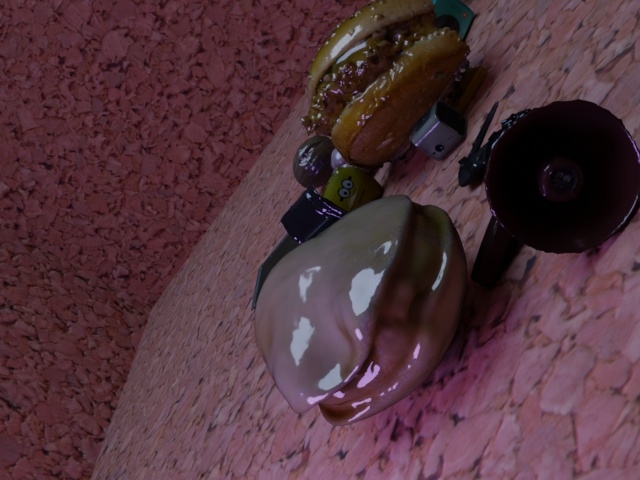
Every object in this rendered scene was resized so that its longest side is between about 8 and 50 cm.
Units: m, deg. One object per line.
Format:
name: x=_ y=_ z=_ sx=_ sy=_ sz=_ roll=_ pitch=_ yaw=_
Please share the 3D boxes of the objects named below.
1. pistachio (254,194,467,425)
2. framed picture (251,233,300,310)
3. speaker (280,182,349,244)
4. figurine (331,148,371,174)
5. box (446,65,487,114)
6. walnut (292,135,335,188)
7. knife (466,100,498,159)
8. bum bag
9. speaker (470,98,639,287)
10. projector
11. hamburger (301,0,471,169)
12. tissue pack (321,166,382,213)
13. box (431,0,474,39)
pistachio: x=0.060 y=0.108 z=1.309 sx=0.445 sy=0.281 sz=0.365 roll=-41 pitch=27 yaw=60
framed picture: x=-0.108 y=0.051 z=2.475 sx=0.296 sy=0.019 sz=0.232 roll=-50 pitch=18 yaw=27
speaker: x=-0.006 y=0.079 z=1.770 sx=0.180 sy=0.184 sz=0.388 roll=-47 pitch=20 yaw=36
figurine: x=0.075 y=-0.173 z=2.165 sx=0.137 sy=0.112 sz=0.229 roll=134 pitch=149 yaw=-64
box: x=0.305 y=-0.309 z=1.844 sx=0.155 sy=0.023 sz=0.087 roll=-60 pitch=12 yaw=-3
walnut: x=-0.012 y=-0.235 z=2.506 sx=0.162 sy=0.140 sz=0.140 roll=-43 pitch=15 yaw=0
knife: x=0.314 y=-0.206 z=1.638 sx=0.023 sy=0.010 sz=0.170 roll=-11 pitch=48 yaw=63
bum bag: x=0.305 y=-0.166 z=1.512 sx=0.198 sy=0.049 sz=0.087 roll=-45 pitch=16 yaw=44
speaker: x=0.313 y=-0.060 z=1.199 sx=0.329 sy=0.198 sz=0.259 roll=-64 pitch=-33 yaw=-85
projector: x=0.248 y=-0.230 z=1.749 sx=0.082 sy=0.083 sz=0.083 roll=-46 pitch=19 yaw=39
hamburger: x=0.095 y=-0.342 z=1.854 sx=0.287 sy=0.268 sz=0.445 roll=-19 pitch=-19 yaw=-34
tissue pack: x=0.058 y=-0.086 z=1.999 sx=0.123 sy=0.127 sz=0.178 roll=-41 pitch=22 yaw=55
box: x=0.248 y=-0.453 z=2.121 sx=0.311 sy=0.118 sz=0.205 roll=-65 pitch=14 yaw=-24
